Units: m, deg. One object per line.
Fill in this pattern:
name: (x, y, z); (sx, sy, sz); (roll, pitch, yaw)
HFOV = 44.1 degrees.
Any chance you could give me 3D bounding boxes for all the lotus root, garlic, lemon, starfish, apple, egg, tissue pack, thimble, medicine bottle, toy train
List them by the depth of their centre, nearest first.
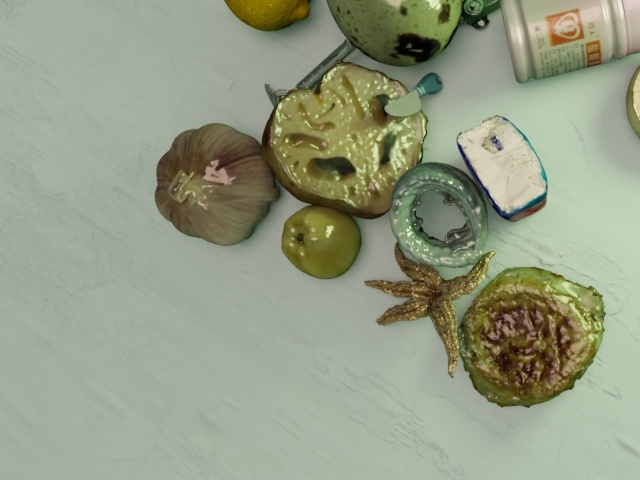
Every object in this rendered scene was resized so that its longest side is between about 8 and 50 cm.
tissue pack: (0.407, -0.155, 1.736); (0.137, 0.269, 0.209); (-34, 78, 12)
medicine bottle: (0.569, -0.479, 1.737); (0.316, 0.202, 0.202); (-12, 84, 17)
thimble: (0.265, -0.053, 1.746); (0.205, 0.172, 0.250); (-39, 95, 16)
egg: (0.160, -0.576, 1.821); (0.287, 0.287, 0.379); (-32, 78, 13)
lotus root: (0.066, -0.229, 1.851); (0.390, 0.111, 0.375); (-22, 83, -16)
starfish: (0.236, 0.142, 1.851); (0.293, 0.084, 0.301); (12, 81, 37)
toy train: (0.401, -0.592, 1.862); (0.200, 0.083, 0.132); (-25, 70, 14)
apple: (0.000, 0.000, 1.902); (0.200, 0.200, 0.200); (-1, 87, 17)
lemon: (-0.131, -0.633, 1.946); (0.228, 0.228, 0.253); (-31, 80, 13)
garlic: (-0.269, -0.145, 1.976); (0.322, 0.241, 0.322); (0, 74, 0)

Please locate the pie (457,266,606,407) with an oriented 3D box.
pie: (0.471, 0.218, 1.789); (0.288, 0.103, 0.355); (42, 101, 20)

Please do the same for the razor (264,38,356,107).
razor: (-0.017, -0.409, 1.967); (0.278, 0.056, 0.111); (-32, 76, 29)

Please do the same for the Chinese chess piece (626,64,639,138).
Chinese chess piece: (0.799, -0.307, 1.711); (0.257, 0.104, 0.257); (-1, 87, 16)

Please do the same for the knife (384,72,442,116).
knife: (0.219, -0.330, 1.834); (0.032, 0.244, 0.058); (-15, 109, 43)
